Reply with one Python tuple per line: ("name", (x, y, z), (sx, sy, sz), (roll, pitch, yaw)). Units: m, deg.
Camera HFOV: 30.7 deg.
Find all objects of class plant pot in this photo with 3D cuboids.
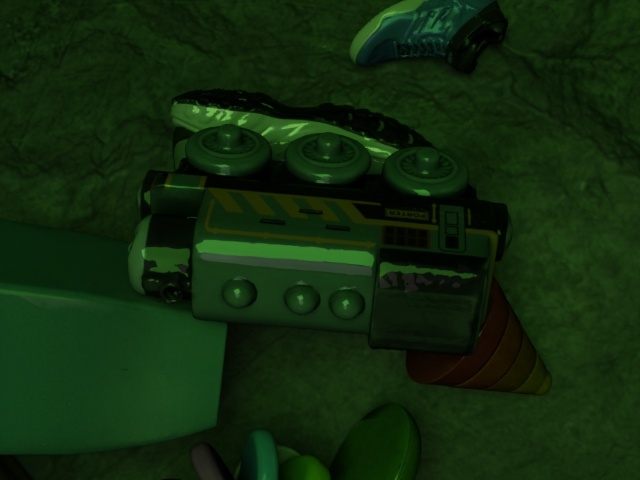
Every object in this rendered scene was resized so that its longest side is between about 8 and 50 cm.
("plant pot", (-0.203, 0.091, 1.050), (0.234, 0.165, 0.165), (6, 109, -7))

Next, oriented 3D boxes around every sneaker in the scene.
("sneaker", (0.109, -0.193, 1.130), (0.152, 0.058, 0.084), (-28, 70, -5))
("sneaker", (-0.011, -0.077, 1.117), (0.272, 0.100, 0.108), (9, 107, 4))

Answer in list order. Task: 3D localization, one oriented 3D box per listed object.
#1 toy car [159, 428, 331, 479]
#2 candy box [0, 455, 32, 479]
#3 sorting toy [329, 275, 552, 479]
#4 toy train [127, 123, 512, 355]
("toy car", (-0.080, 0.238, 1.016), (0.182, 0.159, 0.136), (-39, 110, -1))
("candy box", (-0.271, 0.299, 1.028), (0.087, 0.183, 0.316), (-43, 79, 1))
("sorting toy", (0.097, 0.210, 1.062), (0.126, 0.127, 0.365), (32, 88, -19))
("toy train", (0.000, 0.000, 0.996), (0.334, 0.190, 0.142), (6, 124, 1))
